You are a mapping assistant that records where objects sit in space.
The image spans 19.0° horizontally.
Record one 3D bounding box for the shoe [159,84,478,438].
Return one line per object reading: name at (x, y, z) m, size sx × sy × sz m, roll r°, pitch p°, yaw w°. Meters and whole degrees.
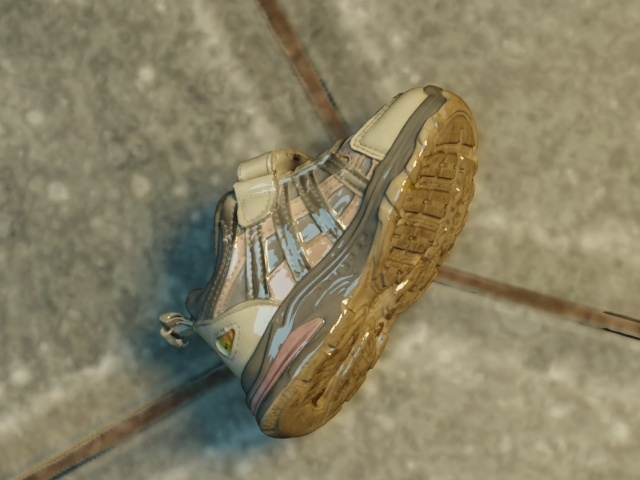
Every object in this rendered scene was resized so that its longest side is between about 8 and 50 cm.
shoe at (0.000, 0.000, 0.899) m, size 0.092 × 0.089 × 0.180 m, roll 31°, pitch 91°, yaw 25°
